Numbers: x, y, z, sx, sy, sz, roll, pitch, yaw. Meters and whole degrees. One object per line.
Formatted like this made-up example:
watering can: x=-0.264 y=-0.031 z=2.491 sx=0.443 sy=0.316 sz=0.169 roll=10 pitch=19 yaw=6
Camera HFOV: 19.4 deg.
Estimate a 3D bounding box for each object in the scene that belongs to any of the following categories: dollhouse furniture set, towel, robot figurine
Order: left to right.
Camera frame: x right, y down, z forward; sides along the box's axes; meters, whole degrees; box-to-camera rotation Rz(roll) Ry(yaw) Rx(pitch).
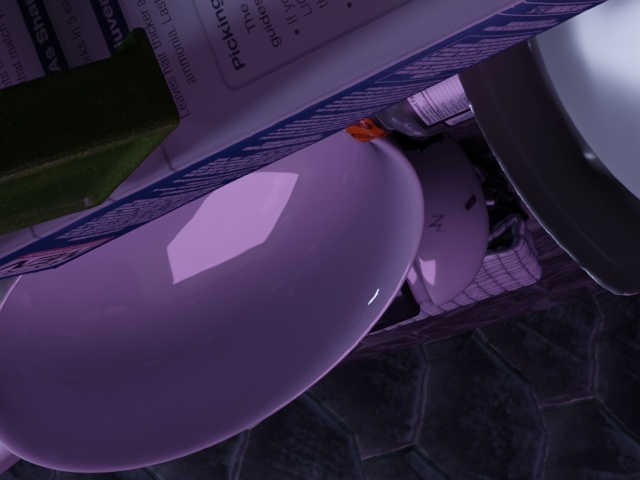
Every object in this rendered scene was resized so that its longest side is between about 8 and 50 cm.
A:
dollhouse furniture set: x=-0.215 y=-0.064 z=0.805 sx=0.151 sy=0.197 sz=0.301 roll=-21 pitch=172 yaw=-31
robot figurine: x=-0.001 y=-0.003 z=1.535 sx=0.278 sy=0.209 sz=0.173 roll=-19 pitch=147 yaw=6
towel: x=0.069 y=0.009 z=1.859 sx=0.284 sy=0.121 sz=0.235 roll=-18 pitch=168 yaw=10

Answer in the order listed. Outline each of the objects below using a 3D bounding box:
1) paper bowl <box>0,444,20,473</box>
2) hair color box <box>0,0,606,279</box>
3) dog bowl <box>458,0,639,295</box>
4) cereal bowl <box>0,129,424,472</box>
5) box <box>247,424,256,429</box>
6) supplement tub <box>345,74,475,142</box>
paper bowl: x=-0.283 y=0.112 z=1.452 sx=0.284 sy=0.148 sz=0.284 roll=-38 pitch=178 yaw=-1
hair color box: x=-0.050 y=-0.120 z=0.811 sx=0.347 sy=0.174 sz=0.105 roll=-24 pitch=175 yaw=29
dog bowl: x=0.211 y=-0.119 z=0.869 sx=0.102 sy=0.349 sz=0.349 roll=-27 pitch=176 yaw=-36
cereal bowl: x=-0.105 y=0.000 z=1.283 sx=0.339 sy=0.141 sz=0.339 roll=-23 pitch=144 yaw=-18
box: x=-0.179 y=0.104 z=1.711 sx=0.275 sy=0.094 sz=0.113 roll=10 pitch=161 yaw=-15
supplement tub: x=0.093 y=-0.136 z=1.139 sx=0.190 sy=0.117 sz=0.117 roll=-21 pitch=169 yaw=20
